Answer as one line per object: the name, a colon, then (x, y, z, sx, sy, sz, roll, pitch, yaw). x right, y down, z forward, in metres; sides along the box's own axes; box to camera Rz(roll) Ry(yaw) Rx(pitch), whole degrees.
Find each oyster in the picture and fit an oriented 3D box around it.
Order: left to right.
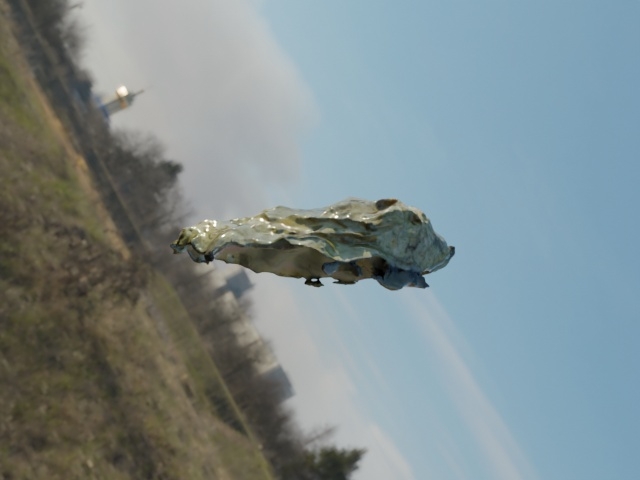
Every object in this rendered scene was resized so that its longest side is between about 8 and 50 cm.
oyster: (-0.005, -0.001, 0.793, 0.133, 0.209, 0.071, 45, 50, -76)
